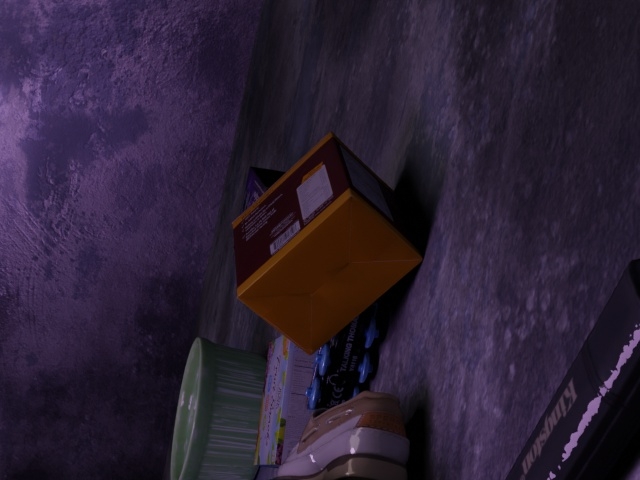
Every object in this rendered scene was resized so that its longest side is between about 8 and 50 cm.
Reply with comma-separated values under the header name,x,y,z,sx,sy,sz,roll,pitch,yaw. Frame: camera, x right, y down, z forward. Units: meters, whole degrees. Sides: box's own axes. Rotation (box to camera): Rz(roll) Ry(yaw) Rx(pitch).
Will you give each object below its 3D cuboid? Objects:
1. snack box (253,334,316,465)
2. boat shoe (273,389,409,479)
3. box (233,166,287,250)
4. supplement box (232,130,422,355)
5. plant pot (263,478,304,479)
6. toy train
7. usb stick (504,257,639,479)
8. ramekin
name,x,y,z,sx,sy,sz,roll,pitch,yaw
snack box,-0.048,0.257,1.521,0.174,0.070,0.207,140,137,-71
boat shoe,0.028,0.256,1.145,0.302,0.113,0.103,141,143,-60
box,-0.098,-0.033,1.895,0.261,0.103,0.184,-131,49,-73
supplement box,0.000,0.000,1.214,0.191,0.129,0.194,-42,26,15
plant pot,-0.046,0.386,1.049,0.255,0.271,0.272,119,159,-82
toy train,0.029,0.152,1.274,0.105,0.080,0.184,-95,17,-75
usb stick,0.185,0.135,0.680,0.077,0.045,0.278,-99,23,-53
ramekin,-0.200,0.355,1.919,0.303,0.148,0.303,-169,90,-77
